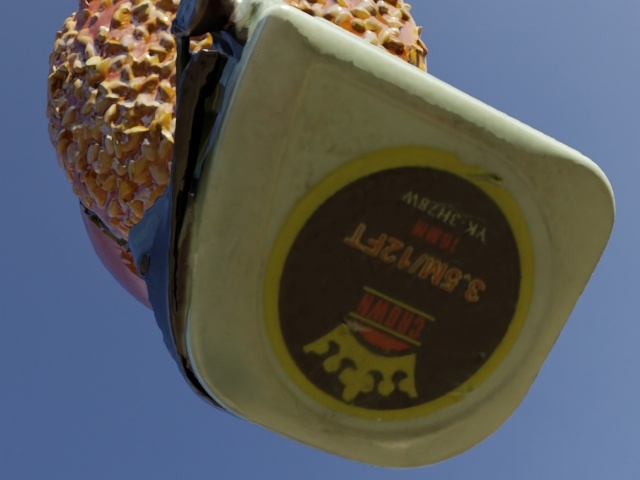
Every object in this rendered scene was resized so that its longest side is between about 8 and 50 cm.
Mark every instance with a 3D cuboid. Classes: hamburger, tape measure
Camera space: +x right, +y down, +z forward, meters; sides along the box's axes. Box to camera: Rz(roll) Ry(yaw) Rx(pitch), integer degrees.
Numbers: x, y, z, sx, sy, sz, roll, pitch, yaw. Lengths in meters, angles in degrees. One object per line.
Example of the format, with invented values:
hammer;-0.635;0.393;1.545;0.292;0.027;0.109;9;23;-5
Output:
hamburger;-0.067;-0.100;0.914;0.330;0.330;0.250;-25;-28;-20
tape measure;0.000;0.000;0.518;0.235;0.115;0.207;23;-78;-20
